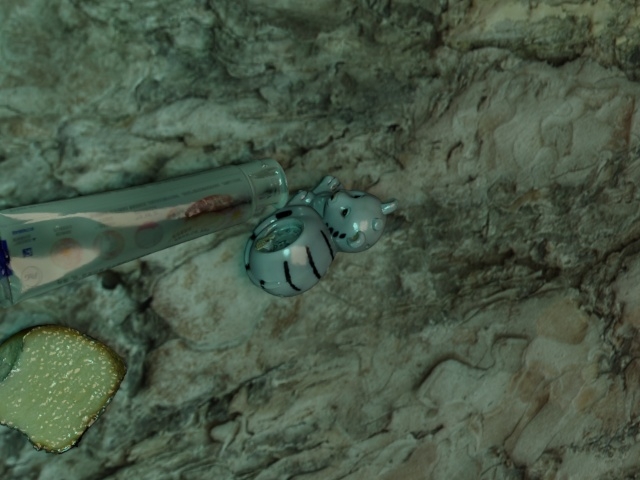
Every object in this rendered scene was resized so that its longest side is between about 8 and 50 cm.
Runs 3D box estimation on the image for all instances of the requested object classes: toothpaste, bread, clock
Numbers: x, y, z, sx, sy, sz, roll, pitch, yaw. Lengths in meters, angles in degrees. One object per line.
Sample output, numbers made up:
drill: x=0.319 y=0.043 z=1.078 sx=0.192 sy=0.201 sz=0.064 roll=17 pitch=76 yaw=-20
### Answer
toothpaste: x=-0.182 y=-0.021 z=1.104 sx=0.323 sy=0.066 sz=0.100 roll=-18 pitch=115 yaw=-31
bread: x=-0.273 y=0.144 z=1.075 sx=0.129 sy=0.044 sz=0.126 roll=40 pitch=81 yaw=-40
clock: x=0.000 y=-0.001 z=1.218 sx=0.176 sy=0.117 sz=0.080 roll=-42 pitch=122 yaw=-25
